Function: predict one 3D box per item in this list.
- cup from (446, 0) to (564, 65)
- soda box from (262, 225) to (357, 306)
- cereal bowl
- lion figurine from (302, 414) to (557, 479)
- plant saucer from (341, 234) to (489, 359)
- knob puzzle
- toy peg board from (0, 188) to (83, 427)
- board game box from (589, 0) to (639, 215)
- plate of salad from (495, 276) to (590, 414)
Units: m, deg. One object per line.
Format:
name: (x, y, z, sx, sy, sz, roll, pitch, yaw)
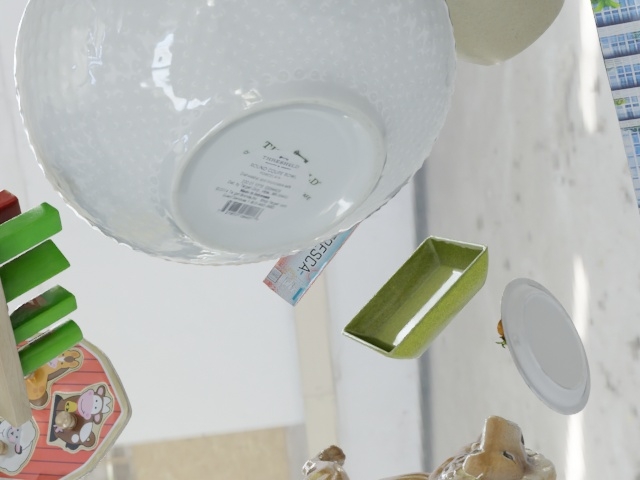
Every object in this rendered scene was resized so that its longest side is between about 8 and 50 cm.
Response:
cup: (0.224, -0.397, 1.646, 0.237, 0.331, 0.331, 43, -167, -23)
soda box: (0.000, 0.000, 1.494, 0.183, 0.058, 0.063, -52, -1, 24)
cereal bowl: (-0.047, -0.094, 0.831, 0.339, 0.339, 0.141, 90, 162, -51)
lion figurine: (0.084, 0.281, 1.185, 0.240, 0.392, 0.142, -16, -97, -60)
plant saucer: (0.131, 0.081, 1.453, 0.045, 0.188, 0.188, 46, 171, -16)
knob puzzle: (-0.301, 0.187, 1.240, 0.030, 0.213, 0.213, 40, -141, -65)
toy peg board: (-0.248, 0.023, 0.811, 0.161, 0.079, 0.161, 29, 135, 34)
board game box: (0.212, -0.094, 0.582, 0.194, 0.060, 0.194, -46, -56, -45)
plate of salad: (0.301, 0.146, 1.522, 0.048, 0.200, 0.199, -31, 55, 35)
